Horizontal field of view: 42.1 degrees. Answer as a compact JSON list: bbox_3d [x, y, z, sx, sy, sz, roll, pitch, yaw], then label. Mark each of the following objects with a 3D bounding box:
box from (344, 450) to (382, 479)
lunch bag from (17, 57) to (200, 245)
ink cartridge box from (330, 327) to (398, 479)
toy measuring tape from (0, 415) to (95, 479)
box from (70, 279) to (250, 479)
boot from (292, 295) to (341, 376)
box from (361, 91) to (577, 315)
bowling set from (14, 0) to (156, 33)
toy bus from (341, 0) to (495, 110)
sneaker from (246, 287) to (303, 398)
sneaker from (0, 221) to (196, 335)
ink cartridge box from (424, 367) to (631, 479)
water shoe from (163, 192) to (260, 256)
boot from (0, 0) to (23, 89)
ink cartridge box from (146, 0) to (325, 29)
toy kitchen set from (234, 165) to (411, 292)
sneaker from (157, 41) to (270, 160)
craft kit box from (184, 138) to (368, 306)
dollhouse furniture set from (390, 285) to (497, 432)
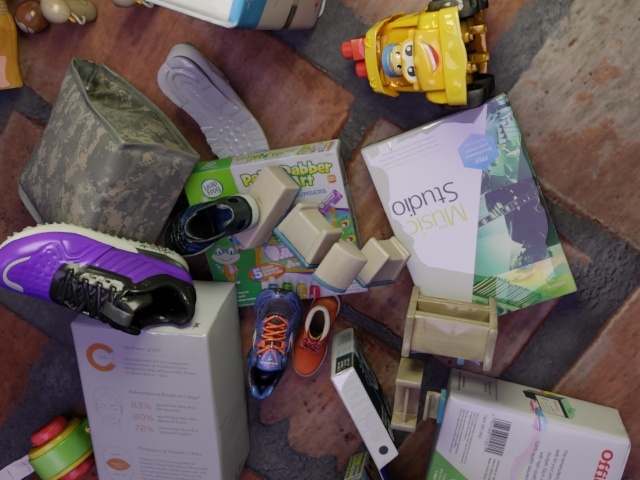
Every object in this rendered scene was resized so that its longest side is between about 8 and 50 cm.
[{"bbox_3d":[0.105,0.472,1.401,0.036,0.114,0.206,-26,99,16],"label":"box"},{"bbox_3d":[-0.348,-0.121,1.296,0.287,0.169,0.235,47,117,36],"label":"lunch bag"},{"bbox_3d":[0.077,0.260,1.302,0.045,0.206,0.208,-24,99,6],"label":"ink cartridge box"},{"bbox_3d":[-0.511,0.405,1.502,0.330,0.121,0.121,-32,97,17],"label":"toy measuring tape"},{"bbox_3d":[-0.247,0.249,1.353,0.215,0.168,0.345,3,116,10],"label":"box"},{"bbox_3d":[-0.014,0.161,1.360,0.059,0.084,0.157,18,108,4],"label":"boot"},{"bbox_3d":[0.228,-0.035,1.276,0.233,0.058,0.321,-21,101,15],"label":"box"},{"bbox_3d":[-0.406,-0.384,1.256,0.287,0.154,0.199,38,108,0],"label":"bowling set"},{"bbox_3d":[0.128,-0.261,1.159,0.212,0.220,0.149,-1,109,17],"label":"toy bus"},{"bbox_3d":[-0.075,0.168,1.342,0.083,0.087,0.221,6,125,-4],"label":"sneaker"},{"bbox_3d":[-0.301,0.064,1.156,0.294,0.146,0.102,8,121,-32],"label":"sneaker"},{"bbox_3d":[0.320,0.344,1.325,0.278,0.117,0.201,13,107,8],"label":"ink cartridge box"},{"bbox_3d":[-0.182,-0.024,1.231,0.203,0.080,0.072,-23,84,38],"label":"water shoe"},{"bbox_3d":[-0.630,-0.329,1.342,0.295,0.104,0.211,2,108,12],"label":"boot"},{"bbox_3d":[-0.084,-0.428,1.060,0.166,0.395,0.285,19,107,8],"label":"ink cartridge box"},{"bbox_3d":[0.000,0.000,1.249,0.207,0.166,0.122,48,119,25],"label":"toy kitchen set"},{"bbox_3d":[-0.151,-0.206,1.293,0.090,0.094,0.235,-27,118,19],"label":"sneaker"},{"bbox_3d":[-0.066,-0.020,1.312,0.250,0.061,0.246,-9,113,13],"label":"craft kit box"},{"bbox_3d":[0.185,0.181,1.248,0.130,0.129,0.183,9,110,9],"label":"dollhouse furniture set"}]
